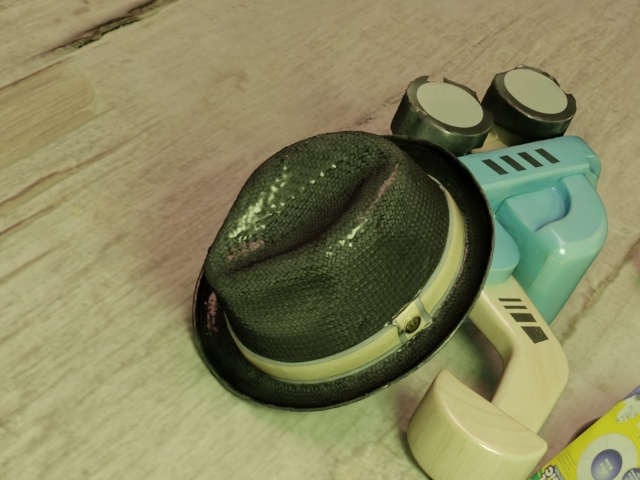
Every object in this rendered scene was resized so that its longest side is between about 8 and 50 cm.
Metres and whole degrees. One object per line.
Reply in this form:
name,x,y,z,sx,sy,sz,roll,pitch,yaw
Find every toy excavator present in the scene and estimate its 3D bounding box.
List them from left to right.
toy excavator,0.197,0.042,1.645,0.433,0.222,0.445,-14,52,-37

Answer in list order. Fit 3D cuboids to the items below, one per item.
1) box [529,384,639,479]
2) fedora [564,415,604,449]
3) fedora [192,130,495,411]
box,0.275,0.227,1.419,0.043,0.179,0.105,33,19,-37
fedora,0.367,0.236,1.485,0.244,0.124,0.275,18,32,1
fedora,0.000,0.000,1.488,0.334,0.152,0.334,-12,55,17
